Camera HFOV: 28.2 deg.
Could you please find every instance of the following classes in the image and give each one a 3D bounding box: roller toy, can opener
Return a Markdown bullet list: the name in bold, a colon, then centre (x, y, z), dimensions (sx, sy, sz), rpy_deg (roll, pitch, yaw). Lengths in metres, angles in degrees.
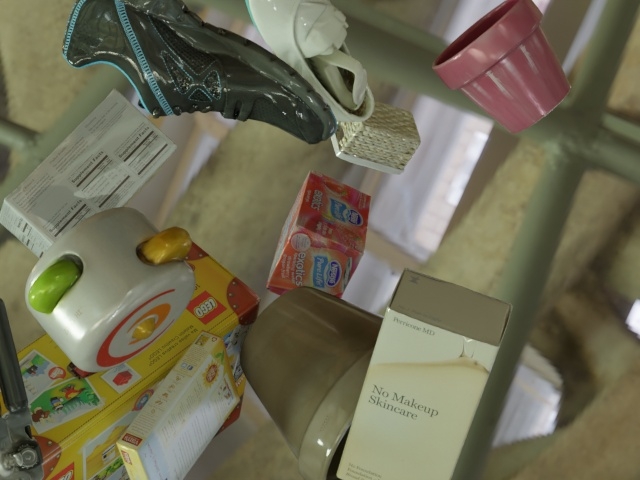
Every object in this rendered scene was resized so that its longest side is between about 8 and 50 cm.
- **roller toy**: centre (-0.261, 0.066, 1.626), dimensions (0.146, 0.209, 0.191), rpy_deg (47, 157, 16)
- **can opener**: centre (-0.461, 0.222, 1.815), dimensions (0.076, 0.283, 0.095), rpy_deg (-14, -176, -26)

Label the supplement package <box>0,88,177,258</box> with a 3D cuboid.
- **supplement package**: centre (-0.392, -0.093, 2.130), dimensions (0.145, 0.262, 0.204), rpy_deg (44, 162, -6)

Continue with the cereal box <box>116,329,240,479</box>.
- **cereal box**: centre (-0.219, 0.282, 2.000), dimensions (0.047, 0.240, 0.173), rpy_deg (20, 142, 24)

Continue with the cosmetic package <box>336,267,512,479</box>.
- **cosmetic package**: centre (0.139, 0.210, 1.753), dimensions (0.160, 0.309, 0.113), rpy_deg (18, -146, 8)

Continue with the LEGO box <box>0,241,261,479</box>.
- **LEGO box**: centre (-0.357, 0.285, 2.178), dimensions (0.193, 0.372, 0.500), rpy_deg (38, -127, 21)

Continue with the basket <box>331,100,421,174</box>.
- **basket**: centre (0.117, -0.226, 2.693), dimensions (0.167, 0.103, 0.113), rpy_deg (15, -138, -28)

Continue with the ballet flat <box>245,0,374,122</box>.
- **ballet flat**: centre (0.003, -0.326, 2.133), dimensions (0.139, 0.139, 0.400), rpy_deg (29, 165, 31)

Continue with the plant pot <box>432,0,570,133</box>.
- **plant pot**: centre (0.322, -0.291, 2.175), dimensions (0.180, 0.201, 0.201), rpy_deg (50, -175, -9)

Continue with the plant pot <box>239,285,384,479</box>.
- **plant pot**: centre (0.024, 0.230, 2.115), dimensions (0.280, 0.323, 0.323), rpy_deg (37, -166, 28)

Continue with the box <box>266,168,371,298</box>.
- **box**: centre (0.000, 0.000, 2.496), dimensions (0.142, 0.154, 0.300), rpy_deg (24, -157, -5)

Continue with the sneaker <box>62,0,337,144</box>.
- **sneaker**: centre (-0.141, -0.194, 1.515), dimensions (0.341, 0.139, 0.125), rpy_deg (30, -177, -10)
